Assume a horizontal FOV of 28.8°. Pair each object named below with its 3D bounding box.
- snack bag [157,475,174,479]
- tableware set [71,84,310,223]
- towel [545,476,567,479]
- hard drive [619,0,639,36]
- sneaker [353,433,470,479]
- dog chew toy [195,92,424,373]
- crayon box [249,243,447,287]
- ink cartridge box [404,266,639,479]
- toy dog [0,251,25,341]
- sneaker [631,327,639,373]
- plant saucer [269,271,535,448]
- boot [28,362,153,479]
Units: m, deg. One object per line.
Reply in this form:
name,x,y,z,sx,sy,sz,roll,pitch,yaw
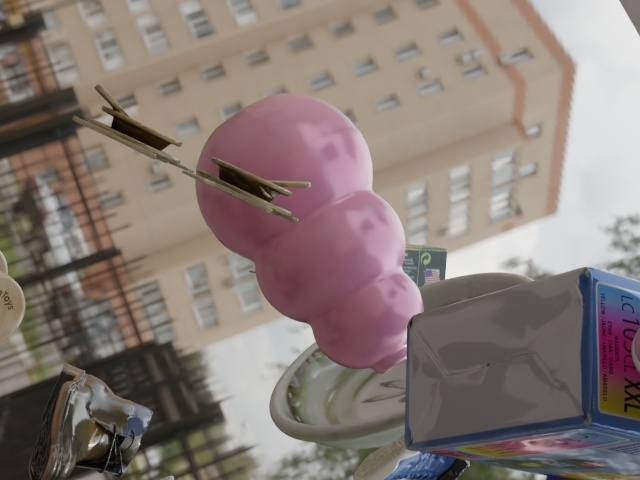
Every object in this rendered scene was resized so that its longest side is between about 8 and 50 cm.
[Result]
snack bag,-0.299,0.363,1.301,0.037,0.343,0.323,58,-5,0
tableware set,-0.107,-0.075,1.065,0.194,0.039,0.128,26,1,9
towel,0.477,0.364,1.969,0.076,0.308,0.227,41,36,-16
hard drive,0.403,-0.330,1.535,0.040,0.203,0.307,-41,-127,32
sneaker,0.109,0.258,1.392,0.058,0.152,0.084,-15,-76,54
dog chew toy,0.000,0.000,1.417,0.331,0.207,0.206,59,-11,8
crayon box,0.041,0.036,2.166,0.319,0.202,0.081,6,-88,54
ink cartridge box,0.320,0.158,1.240,0.270,0.396,0.151,-22,-120,55
toy dog,-0.447,0.138,1.354,0.220,0.161,0.333,-13,-119,58
sneaker,0.353,0.142,0.970,0.236,0.095,0.104,27,-35,26
plant saucer,0.130,0.180,1.674,0.100,0.401,0.400,65,-8,-16
boot,-0.214,0.186,1.197,0.219,0.106,0.082,-109,-137,-73
